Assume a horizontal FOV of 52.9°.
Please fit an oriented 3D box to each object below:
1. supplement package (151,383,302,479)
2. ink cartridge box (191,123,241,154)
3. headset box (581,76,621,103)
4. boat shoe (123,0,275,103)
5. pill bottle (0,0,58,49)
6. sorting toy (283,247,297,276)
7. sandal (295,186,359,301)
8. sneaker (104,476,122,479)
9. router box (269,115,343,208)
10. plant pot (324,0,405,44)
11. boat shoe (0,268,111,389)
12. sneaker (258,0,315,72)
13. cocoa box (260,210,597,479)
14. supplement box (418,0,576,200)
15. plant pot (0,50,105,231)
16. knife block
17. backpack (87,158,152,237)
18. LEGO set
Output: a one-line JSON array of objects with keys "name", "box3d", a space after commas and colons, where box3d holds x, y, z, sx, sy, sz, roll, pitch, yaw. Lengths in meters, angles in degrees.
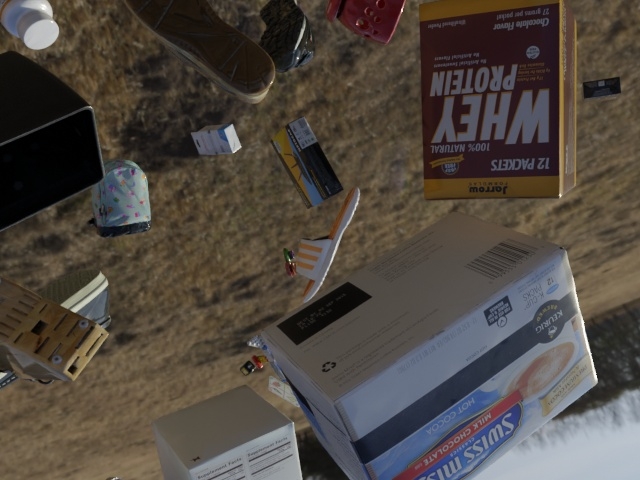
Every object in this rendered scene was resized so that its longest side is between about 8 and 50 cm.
[{"name": "supplement package", "box3d": [-0.159, 0.442, 1.163, 0.198, 0.262, 0.199, -16, -163, -29]}, {"name": "ink cartridge box", "box3d": [-0.192, -0.185, 1.176, 0.083, 0.048, 0.028, 3, -145, 34]}, {"name": "headset box", "box3d": [0.514, -0.275, 1.180, 0.062, 0.032, 0.083, -5, -178, 19]}, {"name": "boat shoe", "box3d": [-0.232, -0.369, 1.146, 0.121, 0.341, 0.110, -47, -175, -12]}, {"name": "pill bottle", "box3d": [-0.827, -0.646, 1.764, 0.136, 0.245, 0.136, -36, 166, -11]}, {"name": "sorting toy", "box3d": [-0.079, 0.064, 1.881, 0.042, 0.101, 0.061, -15, 139, 7]}, {"name": "sandal", "box3d": [-0.001, -0.001, 1.353, 0.076, 0.265, 0.102, 24, 177, -5]}, {"name": "sneaker", "box3d": [-0.289, 0.534, 0.933, 0.138, 0.365, 0.210, -8, -161, 6]}, {"name": "router box", "box3d": [-0.032, -0.165, 1.402, 0.046, 0.178, 0.133, -30, -177, -23]}, {"name": "plant pot", "box3d": [0.111, -0.590, 1.554, 0.174, 0.191, 0.191, 15, 156, -8]}, {"name": "boat shoe", "box3d": [-0.637, 0.240, 1.410, 0.187, 0.155, 0.500, 0, -155, 24]}, {"name": "sneaker", "box3d": [-0.047, -0.395, 1.286, 0.107, 0.283, 0.124, -27, 127, 20]}, {"name": "cocoa box", "box3d": [0.146, 0.156, 0.860, 0.347, 0.227, 0.231, -31, -155, -16]}, {"name": "supplement box", "box3d": [0.195, -0.144, 0.678, 0.129, 0.191, 0.194, 1, -171, 25]}, {"name": "plant pot", "box3d": [-0.442, -0.153, 0.918, 0.188, 0.167, 0.188, -32, 162, -25]}, {"name": "knife block", "box3d": [-0.464, 0.172, 1.040, 0.242, 0.276, 0.088, 97, 19, -55]}, {"name": "backpack", "box3d": [-0.471, -0.105, 1.530, 0.152, 0.181, 0.115, -14, -159, -37]}, {"name": "LEGO set", "box3d": [-0.057, 0.274, 1.226, 0.060, 0.244, 0.182, -44, 151, -43]}]
